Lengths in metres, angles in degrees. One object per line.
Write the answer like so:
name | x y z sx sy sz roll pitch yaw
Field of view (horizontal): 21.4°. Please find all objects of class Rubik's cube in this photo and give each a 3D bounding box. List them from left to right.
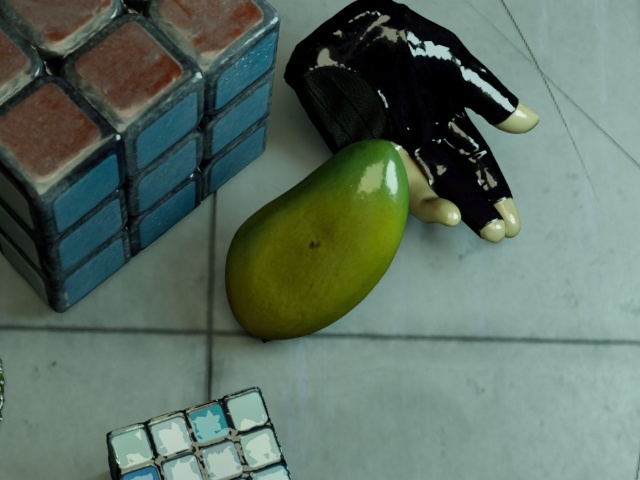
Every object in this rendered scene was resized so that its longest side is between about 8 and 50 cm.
Rubik's cube | -0.247 -0.165 1.676 0.305 0.301 0.304 -39 75 -16
Rubik's cube | -0.107 0.246 1.603 0.155 0.151 0.154 -17 72 -12

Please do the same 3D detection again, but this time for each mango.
mango | 0.003 0.007 1.694 0.237 0.091 0.137 -35 89 21

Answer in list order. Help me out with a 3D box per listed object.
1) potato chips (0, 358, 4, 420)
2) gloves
potato chips | -0.409 0.163 1.665 0.202 0.029 0.220 -5 71 -19
gloves | 0.108 -0.122 1.767 0.197 0.152 0.301 -37 85 10
